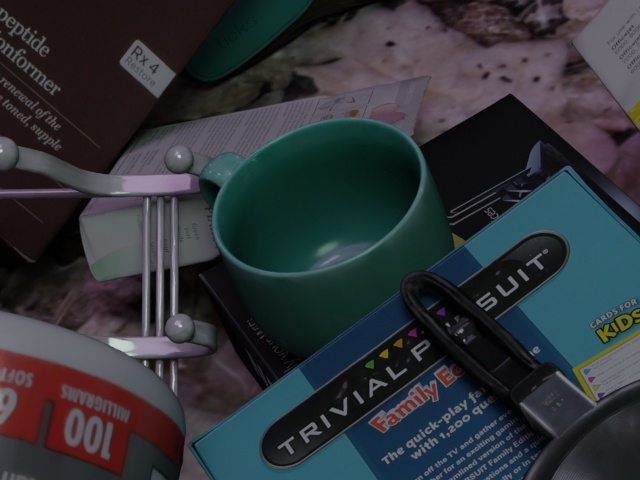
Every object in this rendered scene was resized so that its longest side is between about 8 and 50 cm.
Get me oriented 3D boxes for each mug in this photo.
[{"bbox_3d":[0.009,-0.001,1.089,0.129,0.097,0.157,-23,40,1],"label":"mug"}]

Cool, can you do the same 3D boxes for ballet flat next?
[{"bbox_3d":[-0.010,-0.222,1.477,0.280,0.095,0.096,-27,28,-7],"label":"ballet flat"}]

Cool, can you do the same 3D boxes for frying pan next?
[{"bbox_3d":[0.148,0.084,0.830,0.197,0.053,0.326,-24,46,11],"label":"frying pan"}]

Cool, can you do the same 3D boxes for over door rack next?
[{"bbox_3d":[-0.226,0.067,1.147,0.324,0.108,0.239,-4,73,12],"label":"over door rack"}]

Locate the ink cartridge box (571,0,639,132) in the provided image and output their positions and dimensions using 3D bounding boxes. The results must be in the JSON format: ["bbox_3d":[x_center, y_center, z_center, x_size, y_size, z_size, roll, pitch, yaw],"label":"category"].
[{"bbox_3d":[0.294,-0.081,1.083,0.168,0.171,0.232,-48,38,17],"label":"ink cartridge box"}]

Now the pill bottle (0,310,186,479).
[{"bbox_3d":[-0.196,0.230,0.906,0.210,0.210,0.363,-1,65,22],"label":"pill bottle"}]

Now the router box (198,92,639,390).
[{"bbox_3d":[0.100,0.064,1.116,0.243,0.081,0.309,-30,41,-9],"label":"router box"}]

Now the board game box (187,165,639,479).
[{"bbox_3d":[0.115,0.143,0.887,0.254,0.079,0.336,-36,41,-2],"label":"board game box"}]

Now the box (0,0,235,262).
[{"bbox_3d":[-0.180,-0.192,1.342,0.381,0.191,0.143,-55,28,-11],"label":"box"}]

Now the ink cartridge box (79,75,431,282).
[{"bbox_3d":[-0.037,-0.046,1.278,0.225,0.056,0.181,-9,21,12],"label":"ink cartridge box"}]
